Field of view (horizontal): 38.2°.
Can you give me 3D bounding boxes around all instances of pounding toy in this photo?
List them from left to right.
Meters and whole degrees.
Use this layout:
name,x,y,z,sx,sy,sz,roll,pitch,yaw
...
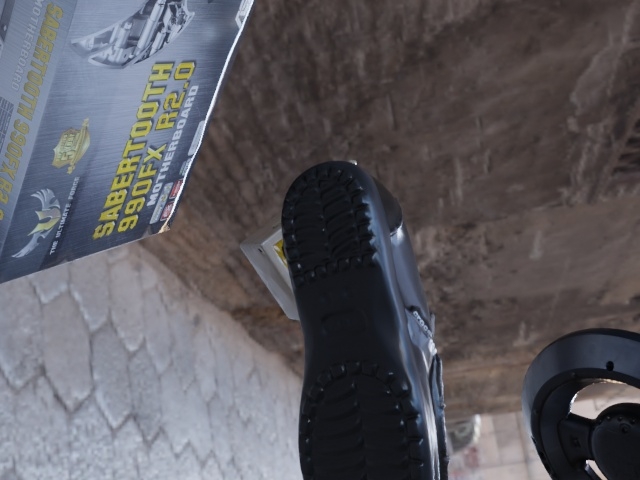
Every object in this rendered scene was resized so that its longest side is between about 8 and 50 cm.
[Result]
name,x,y,z,sx,sy,sz,roll,pitch,yaw
pounding toy,0.000,0.000,1.065,0.130,0.141,0.100,57,-21,-14

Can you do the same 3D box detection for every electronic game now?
name,x,y,z,sx,sy,sz,roll,pitch,yaw
electronic game,0.264,0.173,0.755,0.229,0.048,0.229,30,-43,33

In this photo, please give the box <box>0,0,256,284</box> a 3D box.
name,x,y,z,sx,sy,sz,roll,pitch,yaw
box,-0.127,-0.098,0.568,0.183,0.056,0.231,-24,142,-63

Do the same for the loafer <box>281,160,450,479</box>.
name,x,y,z,sx,sy,sz,roll,pitch,yaw
loafer,0.037,0.066,0.503,0.078,0.080,0.220,-2,86,-55
